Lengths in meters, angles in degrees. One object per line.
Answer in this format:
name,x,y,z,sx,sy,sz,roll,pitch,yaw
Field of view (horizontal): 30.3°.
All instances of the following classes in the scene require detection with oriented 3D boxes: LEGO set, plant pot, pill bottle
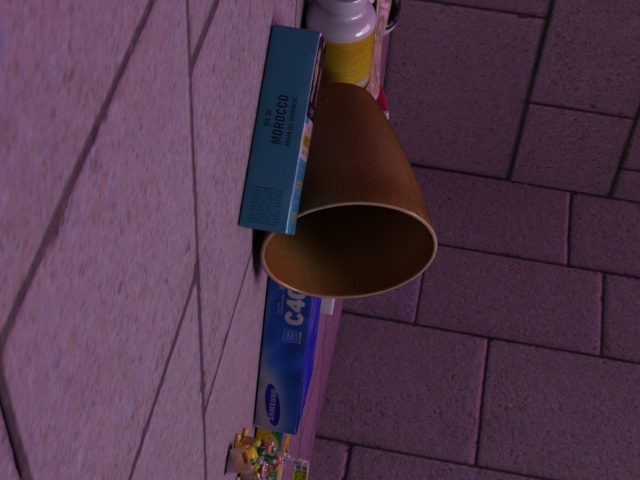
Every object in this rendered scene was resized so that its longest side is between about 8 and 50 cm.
LEGO set,-0.076,0.356,1.791,0.287,0.107,0.132,94,7,-52
plant pot,0.032,-0.086,1.647,0.237,0.237,0.254,93,-5,-56
pill bottle,0.027,-0.297,1.714,0.184,0.103,0.103,95,7,-52

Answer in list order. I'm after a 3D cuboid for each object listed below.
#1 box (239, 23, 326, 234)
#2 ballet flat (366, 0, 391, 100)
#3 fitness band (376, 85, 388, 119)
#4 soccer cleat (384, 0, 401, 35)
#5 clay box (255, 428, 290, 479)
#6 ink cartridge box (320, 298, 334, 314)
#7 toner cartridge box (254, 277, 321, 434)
box,-0.044,-0.131,1.441,0.100,0.060,0.244,0,99,-86
ballet flat,0.055,-0.350,1.889,0.106,0.107,0.316,-41,133,-58
fitness band,0.086,-0.177,2.199,0.291,0.054,0.209,-95,-172,-61
soccer cleat,0.108,-0.554,2.321,0.143,0.116,0.331,164,-64,-71
clay box,-0.088,0.392,2.068,0.127,0.053,0.222,-69,167,-66
ink cartridge box,0.000,0.000,2.099,0.218,0.092,0.158,-79,176,-46
toner cartridge box,-0.044,0.125,1.909,0.165,0.075,0.348,-71,169,-60
